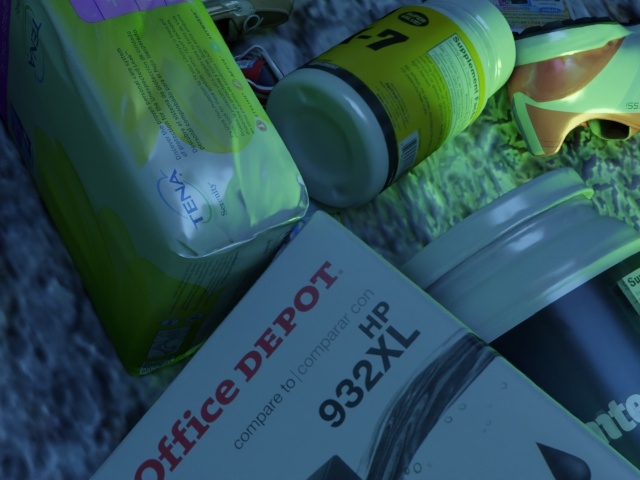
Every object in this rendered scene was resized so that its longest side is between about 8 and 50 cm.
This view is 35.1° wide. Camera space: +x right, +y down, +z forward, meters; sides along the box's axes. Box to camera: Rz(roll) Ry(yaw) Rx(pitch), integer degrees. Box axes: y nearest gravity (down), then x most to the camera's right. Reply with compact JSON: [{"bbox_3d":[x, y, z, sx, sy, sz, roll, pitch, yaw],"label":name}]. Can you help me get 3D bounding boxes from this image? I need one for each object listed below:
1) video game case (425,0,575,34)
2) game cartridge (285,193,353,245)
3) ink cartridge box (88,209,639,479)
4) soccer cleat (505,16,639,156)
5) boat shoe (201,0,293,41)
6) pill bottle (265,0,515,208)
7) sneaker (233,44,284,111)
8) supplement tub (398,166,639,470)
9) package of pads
[{"bbox_3d":[0.169,-0.259,1.003,0.157,0.019,0.143,-4,67,-22],"label":"video game case"},{"bbox_3d":[0.000,0.000,0.818,0.056,0.017,0.083,-14,70,-21],"label":"game cartridge"},{"bbox_3d":[0.051,0.166,0.587,0.307,0.129,0.223,41,91,25],"label":"ink cartridge box"},{"bbox_3d":[0.305,-0.155,0.966,0.318,0.109,0.116,-11,96,-31],"label":"soccer cleat"},{"bbox_3d":[-0.095,-0.182,0.852,0.153,0.056,0.048,-8,77,-21],"label":"boat shoe"},{"bbox_3d":[0.064,-0.124,0.837,0.119,0.119,0.208,47,54,7],"label":"pill bottle"},{"bbox_3d":[-0.085,-0.135,0.823,0.119,0.067,0.042,17,60,-11],"label":"sneaker"},{"bbox_3d":[0.188,0.105,0.730,0.191,0.191,0.272,-25,76,-28],"label":"supplement tub"},{"bbox_3d":[-0.135,-0.082,0.685,0.101,0.229,0.296,-23,75,-27],"label":"package of pads"}]
